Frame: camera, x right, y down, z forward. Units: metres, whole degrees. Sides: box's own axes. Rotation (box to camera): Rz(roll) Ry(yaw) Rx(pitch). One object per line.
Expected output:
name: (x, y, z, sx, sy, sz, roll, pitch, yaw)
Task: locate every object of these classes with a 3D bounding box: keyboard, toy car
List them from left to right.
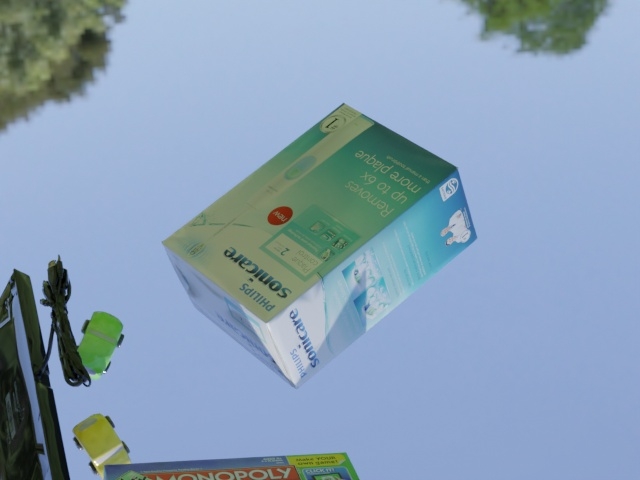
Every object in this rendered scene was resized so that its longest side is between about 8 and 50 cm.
keyboard: (-0.274, 0.146, 1.390, 0.033, 0.201, 0.317, 13, -146, -31)
toy car: (-0.344, 0.203, 2.028, 0.239, 0.225, 0.053, 26, 167, -11)

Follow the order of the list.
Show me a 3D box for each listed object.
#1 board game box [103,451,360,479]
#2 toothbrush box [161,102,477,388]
board game box: (-0.095, 0.337, 1.739, 0.317, 0.046, 0.213, -1, -157, -15)
toothbrush box: (0.000, 0.000, 1.682, 0.295, 0.126, 0.216, -39, -135, -17)
